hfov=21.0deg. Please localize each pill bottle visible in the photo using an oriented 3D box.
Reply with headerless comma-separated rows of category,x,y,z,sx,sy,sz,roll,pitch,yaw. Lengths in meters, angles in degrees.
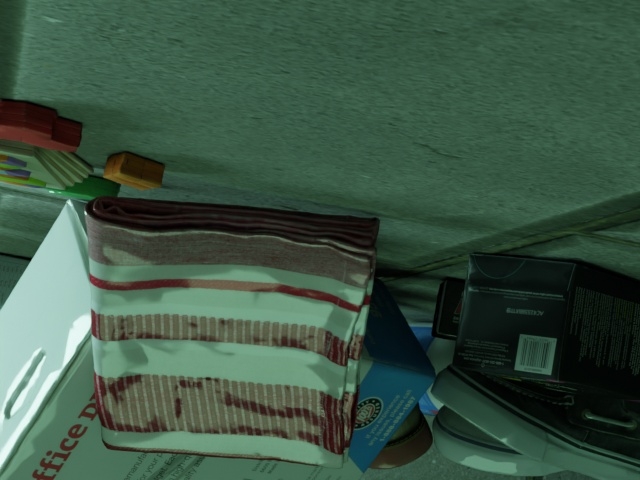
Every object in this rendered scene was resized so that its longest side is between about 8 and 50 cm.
pill bottle,0.167,0.167,2.214,0.124,0.124,0.221,13,173,-25

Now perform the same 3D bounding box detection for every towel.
towel,-0.080,0.091,1.483,0.237,0.037,0.329,5,138,-1

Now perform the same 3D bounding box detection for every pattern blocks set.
pattern blocks set,-0.262,-0.068,1.313,0.285,0.026,0.325,8,173,16

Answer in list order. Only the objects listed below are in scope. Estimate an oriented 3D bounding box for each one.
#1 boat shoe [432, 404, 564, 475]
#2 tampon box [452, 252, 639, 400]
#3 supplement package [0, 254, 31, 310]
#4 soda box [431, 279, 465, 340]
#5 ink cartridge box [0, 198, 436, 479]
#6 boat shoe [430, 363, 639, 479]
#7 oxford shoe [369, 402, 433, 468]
boat shoe,0.308,0.164,1.918,0.367,0.156,0.136,-2,-151,0
tampon box,0.215,0.079,1.508,0.120,0.101,0.161,4,171,45
supplement package,-0.474,0.130,2.517,0.145,0.204,0.262,11,174,0
soda box,0.200,0.083,1.740,0.169,0.060,0.053,10,173,-2
ink cartridge box,-0.132,0.150,1.733,0.395,0.285,0.166,15,-149,-36
boat shoe,0.268,0.174,1.807,0.335,0.119,0.121,22,-171,-28
oxford shoe,0.006,0.148,2.040,0.123,0.130,0.348,-30,-151,-27
